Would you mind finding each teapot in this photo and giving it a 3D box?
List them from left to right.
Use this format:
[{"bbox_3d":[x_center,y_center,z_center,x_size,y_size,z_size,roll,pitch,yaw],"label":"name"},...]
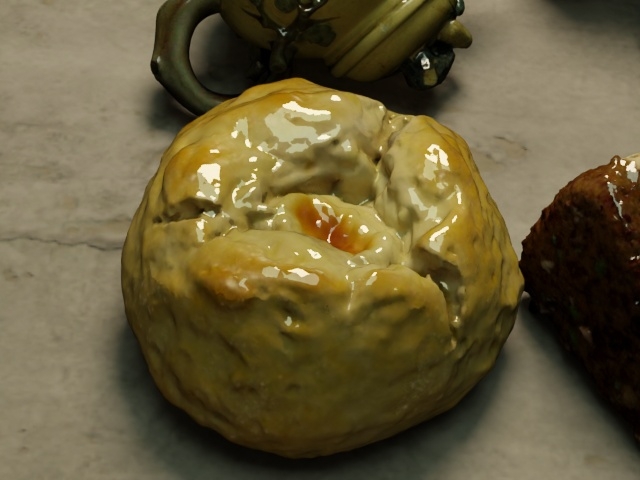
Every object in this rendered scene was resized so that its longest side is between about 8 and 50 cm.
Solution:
[{"bbox_3d":[0.015,-0.168,1.086,0.269,0.173,0.182,-43,94,-9],"label":"teapot"}]

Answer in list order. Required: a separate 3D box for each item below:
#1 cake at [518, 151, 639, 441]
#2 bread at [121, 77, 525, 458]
[{"bbox_3d":[0.223,0.050,0.909,0.112,0.135,0.246,-20,53,-23],"label":"cake"},{"bbox_3d":[0.000,0.000,0.934,0.244,0.134,0.244,4,50,-5],"label":"bread"}]
